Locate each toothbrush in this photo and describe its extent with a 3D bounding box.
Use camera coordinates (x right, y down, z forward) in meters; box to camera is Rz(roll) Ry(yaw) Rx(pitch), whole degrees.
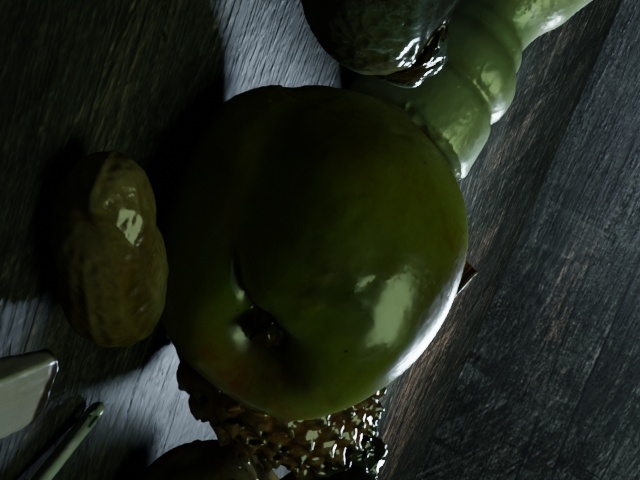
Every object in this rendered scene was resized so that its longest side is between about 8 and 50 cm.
[{"bbox_3d":[-0.323,0.284,1.539,0.042,0.040,0.418,-43,-173,45],"label":"toothbrush"}]

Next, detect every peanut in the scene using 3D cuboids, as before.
[{"bbox_3d":[-0.181,0.008,1.403,0.226,0.095,0.108,91,14,-54],"label":"peanut"}]

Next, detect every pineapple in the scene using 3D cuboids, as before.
[{"bbox_3d":[-0.010,0.205,1.895,0.223,0.223,0.357,-55,137,-27],"label":"pineapple"}]

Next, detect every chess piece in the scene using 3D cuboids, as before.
[{"bbox_3d":[0.219,-0.294,2.037,0.442,0.234,0.234,-53,164,-15],"label":"chess piece"}]

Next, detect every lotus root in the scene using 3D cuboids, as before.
[{"bbox_3d":[0.064,-0.293,1.588,0.175,0.175,0.349,-52,159,-36],"label":"lotus root"}]

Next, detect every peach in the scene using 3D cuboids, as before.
[{"bbox_3d":[-0.003,0.008,1.611,0.315,0.281,0.314,-40,137,-51],"label":"peach"}]

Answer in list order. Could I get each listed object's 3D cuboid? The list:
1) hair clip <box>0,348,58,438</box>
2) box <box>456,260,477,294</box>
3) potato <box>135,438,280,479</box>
[{"bbox_3d":[-0.313,0.127,1.145,0.085,0.101,0.331,-63,165,20],"label":"hair clip"},{"bbox_3d":[0.064,-0.003,1.946,0.070,0.237,0.152,-43,179,32],"label":"box"},{"bbox_3d":[-0.127,0.357,1.985,0.289,0.301,0.237,-178,-91,-80],"label":"potato"}]
